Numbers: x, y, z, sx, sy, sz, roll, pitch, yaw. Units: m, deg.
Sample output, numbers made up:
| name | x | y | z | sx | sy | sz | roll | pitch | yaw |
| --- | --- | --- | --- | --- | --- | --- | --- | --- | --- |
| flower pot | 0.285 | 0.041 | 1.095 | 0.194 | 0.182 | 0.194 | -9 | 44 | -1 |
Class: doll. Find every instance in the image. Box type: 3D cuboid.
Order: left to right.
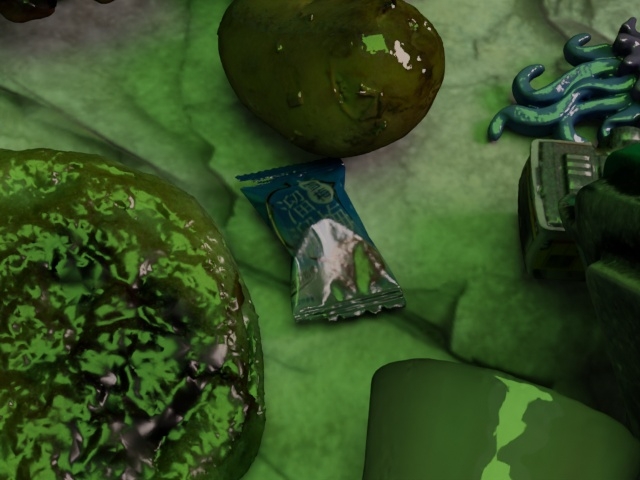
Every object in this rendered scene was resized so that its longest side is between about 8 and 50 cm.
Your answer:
| name | x | y | z | sx | sy | sz | roll | pitch | yaw |
| --- | --- | --- | --- | --- | --- | --- | --- | --- | --- |
| doll | 0.231 | -0.121 | 0.888 | 0.206 | 0.067 | 0.110 | -15 | 77 | -1 |

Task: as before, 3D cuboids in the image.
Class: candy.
| name | x | y | z | sx | sy | sz | roll | pitch | yaw |
| --- | --- | --- | --- | --- | --- | --- | --- | --- | --- |
| candy | -0.001 | 0.000 | 0.813 | 0.088 | 0.038 | 0.136 | -12 | 65 | -25 |

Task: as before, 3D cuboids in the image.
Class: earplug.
| name | x | y | z | sx | sy | sz | roll | pitch | yaw |
| --- | --- | --- | --- | --- | --- | --- | --- | --- | --- |
| earplug | 0.065 | 0.238 | 0.626 | 0.172 | 0.172 | 0.301 | 19 | 67 | 5 |

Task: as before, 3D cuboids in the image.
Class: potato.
| name | x | y | z | sx | sy | sz | roll | pitch | yaw |
| --- | --- | --- | --- | --- | --- | --- | --- | --- | --- |
| potato | 0.008 | -0.131 | 0.838 | 0.176 | 0.137 | 0.137 | 24 | 60 | 31 |

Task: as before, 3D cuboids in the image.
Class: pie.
| name | x | y | z | sx | sy | sz | roll | pitch | yaw |
| --- | --- | --- | --- | --- | --- | --- | --- | --- | --- |
| pie | -0.181 | 0.081 | 0.731 | 0.323 | 0.070 | 0.323 | 3 | 61 | -5 |

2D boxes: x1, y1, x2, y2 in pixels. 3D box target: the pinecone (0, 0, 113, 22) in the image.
| name | x | y | z | sx | sy | sz | roll | pitch | yaw |
| --- | --- | --- | --- | --- | --- | --- | --- | --- | --- |
| pinecone | -0.235 | -0.321 | 0.847 | 0.298 | 0.242 | 0.296 | -24 | 59 | -4 |

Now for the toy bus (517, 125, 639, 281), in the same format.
| name | x | y | z | sx | sy | sz | roll | pitch | yaw |
| --- | --- | --- | --- | --- | --- | --- | --- | --- | --- |
| toy bus | 0.274 | -0.014 | 0.808 | 0.268 | 0.106 | 0.092 | 4 | 62 | -6 |

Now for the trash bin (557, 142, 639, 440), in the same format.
| name | x | y | z | sx | sy | sz | roll | pitch | yaw |
| --- | --- | --- | --- | --- | --- | --- | --- | --- | --- |
| trash bin | 0.361 | 0.022 | 0.632 | 0.381 | 0.295 | 0.259 | -23 | 107 | -9 |
